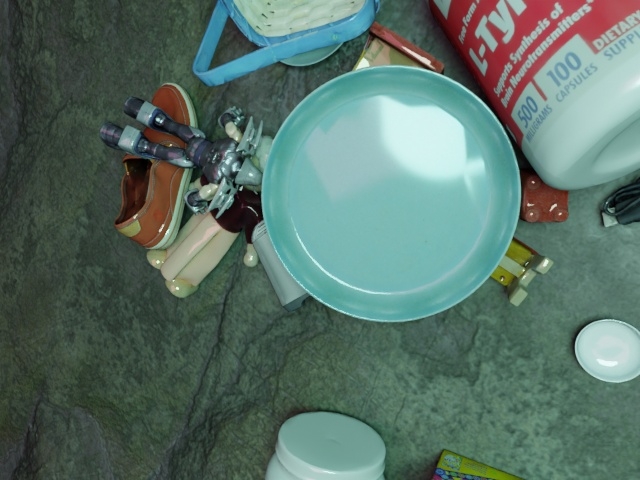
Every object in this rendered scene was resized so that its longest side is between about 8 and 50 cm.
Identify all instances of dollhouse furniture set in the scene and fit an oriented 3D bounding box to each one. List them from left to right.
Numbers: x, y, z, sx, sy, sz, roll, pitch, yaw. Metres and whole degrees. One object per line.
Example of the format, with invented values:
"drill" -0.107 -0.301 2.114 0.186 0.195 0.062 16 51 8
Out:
"dollhouse furniture set" 0.176 -0.109 0.661 0.374 0.152 0.201 34 106 2

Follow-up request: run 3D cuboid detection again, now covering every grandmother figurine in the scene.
"grandmother figurine" -0.173 -0.042 0.833 0.208 0.104 0.342 45 113 7

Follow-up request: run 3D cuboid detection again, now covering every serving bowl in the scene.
"serving bowl" 0.387 0.144 0.618 0.083 0.027 0.084 2 94 26

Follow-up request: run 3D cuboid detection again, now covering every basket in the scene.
"basket" -0.045 -0.349 0.629 0.254 0.201 0.289 -8 64 24

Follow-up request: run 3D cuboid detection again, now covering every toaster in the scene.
"toaster" 0.000 0.000 0.720 0.226 0.129 0.147 -33 89 32

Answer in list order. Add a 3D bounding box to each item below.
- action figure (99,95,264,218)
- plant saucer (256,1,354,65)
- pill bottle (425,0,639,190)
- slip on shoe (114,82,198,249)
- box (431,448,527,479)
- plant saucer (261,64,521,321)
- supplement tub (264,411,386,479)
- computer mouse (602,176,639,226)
"action figure" -0.202 -0.146 0.746 0.284 0.099 0.186 25 79 14
"plant saucer" -0.017 -0.386 0.772 0.194 0.037 0.195 2 94 25
"pill bottle" 0.259 -0.280 0.522 0.229 0.229 0.408 -33 65 23
"slip on shoe" -0.303 -0.151 0.851 0.122 0.101 0.332 -7 70 35
"box" 0.190 0.493 0.592 0.176 0.279 0.290 12 99 24
"plant saucer" 0.083 -0.053 0.589 0.317 0.044 0.318 3 104 10
"supplement tub" -0.001 0.436 0.726 0.191 0.191 0.273 11 98 24
"computer mouse" 0.457 0.040 0.518 0.272 0.072 0.188 57 156 3
